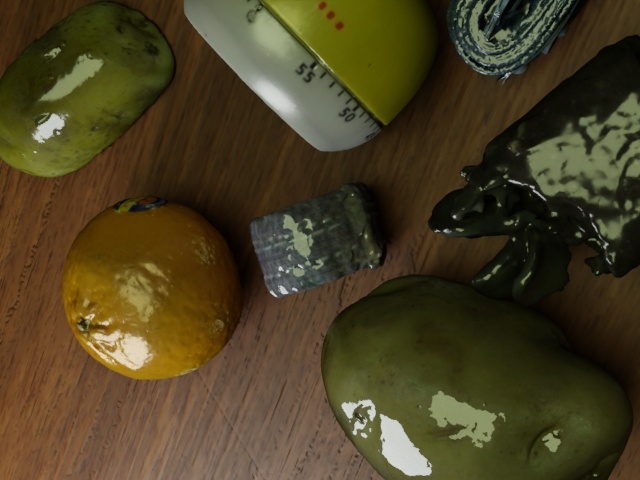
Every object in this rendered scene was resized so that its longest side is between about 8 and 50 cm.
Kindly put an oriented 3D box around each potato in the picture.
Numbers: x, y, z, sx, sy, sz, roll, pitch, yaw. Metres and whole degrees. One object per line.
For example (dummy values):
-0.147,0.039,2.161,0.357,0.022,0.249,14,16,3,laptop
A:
-0.319,-0.183,1.477,0.272,0.111,0.160,-36,84,25,potato
0.148,0.162,1.237,0.326,0.243,0.221,25,116,19,potato

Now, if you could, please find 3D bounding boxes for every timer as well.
0.025,-0.256,1.238,0.285,0.285,0.285,4,99,24,timer

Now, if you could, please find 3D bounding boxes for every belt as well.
0.211,-0.265,1.209,0.122,0.128,0.218,38,113,9,belt

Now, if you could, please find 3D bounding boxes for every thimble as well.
0.000,0.000,1.335,0.150,0.150,0.098,-18,89,26,thimble

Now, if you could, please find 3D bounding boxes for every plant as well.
0.260,-0.052,1.183,0.276,0.199,0.188,-42,85,25,plant

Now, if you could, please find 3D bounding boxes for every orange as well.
-0.199,0.058,1.418,0.219,0.193,0.219,9,118,17,orange
